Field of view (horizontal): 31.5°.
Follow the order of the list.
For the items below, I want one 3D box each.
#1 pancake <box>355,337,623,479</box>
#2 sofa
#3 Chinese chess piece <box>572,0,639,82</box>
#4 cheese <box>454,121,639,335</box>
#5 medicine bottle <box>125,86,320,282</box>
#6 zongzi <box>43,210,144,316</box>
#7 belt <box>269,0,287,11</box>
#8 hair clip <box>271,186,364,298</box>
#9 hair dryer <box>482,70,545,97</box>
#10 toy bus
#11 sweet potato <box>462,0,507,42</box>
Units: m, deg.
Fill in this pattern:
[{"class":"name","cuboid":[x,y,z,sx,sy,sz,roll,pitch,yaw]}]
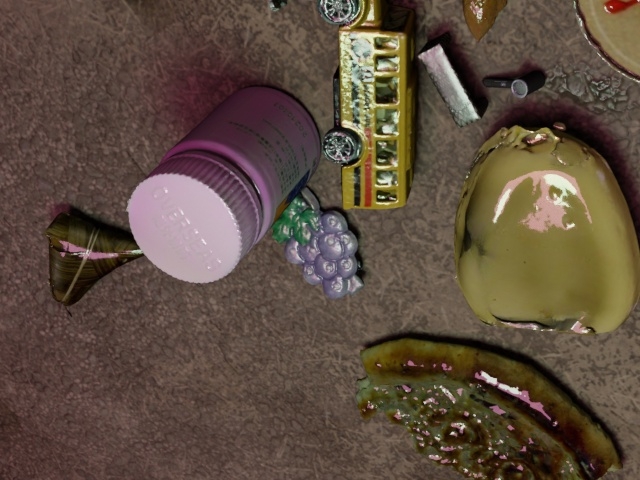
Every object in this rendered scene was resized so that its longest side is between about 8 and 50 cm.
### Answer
[{"class":"pancake","cuboid":[0.245,0.290,1.794,0.426,0.067,0.305,35,129,-1]},{"class":"sofa","cuboid":[0.178,-0.215,1.519,0.039,0.060,0.118,-24,106,27]},{"class":"Chinese chess piece","cuboid":[0.418,-0.298,1.320,0.249,0.103,0.250,19,131,23]},{"class":"cheese","cuboid":[0.300,-0.018,1.550,0.259,0.128,0.316,-4,124,18]},{"class":"medicine bottle","cuboid":[-0.128,-0.084,1.595,0.178,0.291,0.178,11,124,17]},{"class":"zongzi","cuboid":[-0.375,0.056,1.932,0.184,0.084,0.187,15,132,4]},{"class":"belt","cuboid":[-0.083,-0.408,1.524,0.179,0.065,0.100,47,118,-5]},{"class":"hair clip","cuboid":[0.000,0.000,1.748,0.195,0.052,0.124,47,117,2]},{"class":"hair dryer","cuboid":[0.252,-0.208,1.507,0.083,0.047,0.026,8,116,43]},{"class":"toy bus","cuboid":[0.070,-0.210,1.537,0.122,0.121,0.336,5,122,11]},{"class":"sweet potato","cuboid":[0.210,-0.352,1.427,0.068,0.060,0.206,-9,120,-13]}]
